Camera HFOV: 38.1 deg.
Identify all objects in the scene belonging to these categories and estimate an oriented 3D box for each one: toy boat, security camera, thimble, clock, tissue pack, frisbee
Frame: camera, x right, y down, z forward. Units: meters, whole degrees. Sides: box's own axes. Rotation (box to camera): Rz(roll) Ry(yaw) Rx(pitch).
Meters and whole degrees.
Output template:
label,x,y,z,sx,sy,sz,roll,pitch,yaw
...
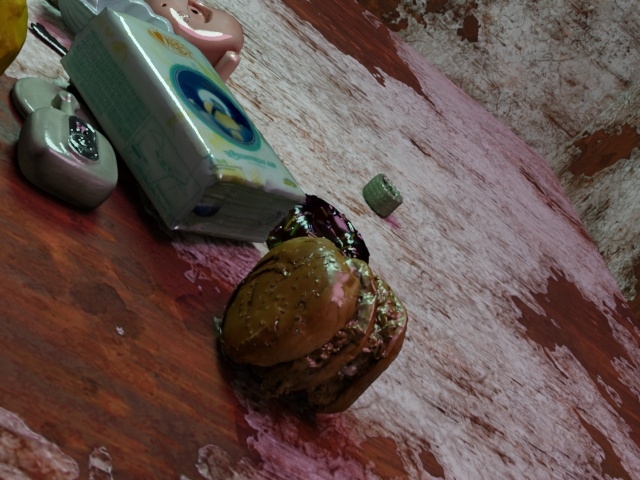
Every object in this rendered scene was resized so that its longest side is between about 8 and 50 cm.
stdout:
label,x,y,z,sx,sy,sz,roll,pitch,yaw
toy boat,-0.387,-0.407,1.777,0.290,0.100,0.199,32,25,-30
security camera,-0.386,-0.170,1.410,0.157,0.080,0.301,28,25,-34
thimble,0.150,-0.112,2.240,0.084,0.062,0.110,34,25,-31
clock,-0.288,-0.455,1.985,0.241,0.142,0.227,31,26,-23
tissue pack,-0.227,-0.186,1.572,0.388,0.162,0.287,54,19,21
frisbee,-0.442,-0.323,1.651,0.187,0.012,0.211,41,24,-12

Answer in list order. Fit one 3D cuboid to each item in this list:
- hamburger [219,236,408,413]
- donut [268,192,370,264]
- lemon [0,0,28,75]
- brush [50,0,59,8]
label,x,y,z,sx,sy,sz,roll,pitch,yaw
hamburger,-0.007,0.129,1.360,0.211,0.245,0.261,42,60,-30
donut,0.000,0.000,1.758,0.235,0.089,0.235,35,24,-18
lemon,-0.519,-0.309,1.218,0.288,0.233,0.233,6,44,-50
brush,-0.489,-0.547,1.897,0.070,0.065,0.327,36,23,-15
